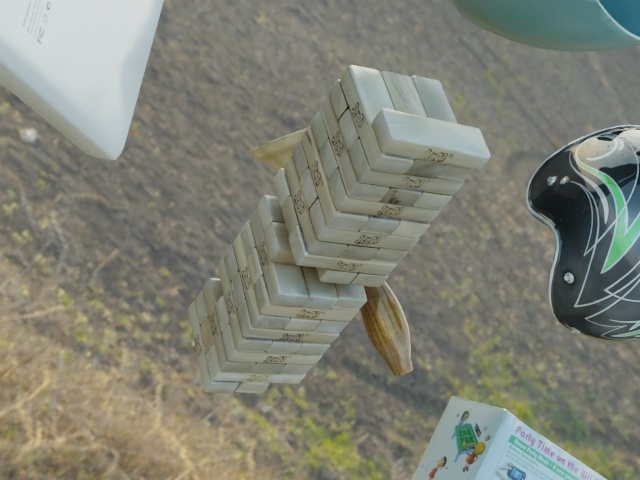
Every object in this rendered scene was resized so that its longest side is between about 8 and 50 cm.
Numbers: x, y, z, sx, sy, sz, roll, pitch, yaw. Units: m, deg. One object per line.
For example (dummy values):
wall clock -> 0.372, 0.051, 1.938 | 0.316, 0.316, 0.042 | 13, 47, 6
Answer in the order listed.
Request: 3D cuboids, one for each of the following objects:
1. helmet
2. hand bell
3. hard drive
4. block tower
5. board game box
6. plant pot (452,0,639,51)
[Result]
helmet -> 0.262, 0.001, 0.937 | 0.169, 0.169, 0.161 | 28, 33, -39
hand bell -> 0.034, 0.010, 1.023 | 0.126, 0.126, 0.242 | -29, 100, -66
hard drive -> -0.229, -0.235, 1.021 | 0.047, 0.233, 0.353 | 11, -10, 11
block tower -> 0.000, 0.000, 0.909 | 0.091, 0.335, 0.097 | 6, 51, -31
board game box -> 0.168, 0.345, 1.116 | 0.224, 0.303, 0.097 | 36, -16, -26
plant pot -> 0.245, -0.335, 1.247 | 0.290, 0.195, 0.290 | 16, 68, -46
